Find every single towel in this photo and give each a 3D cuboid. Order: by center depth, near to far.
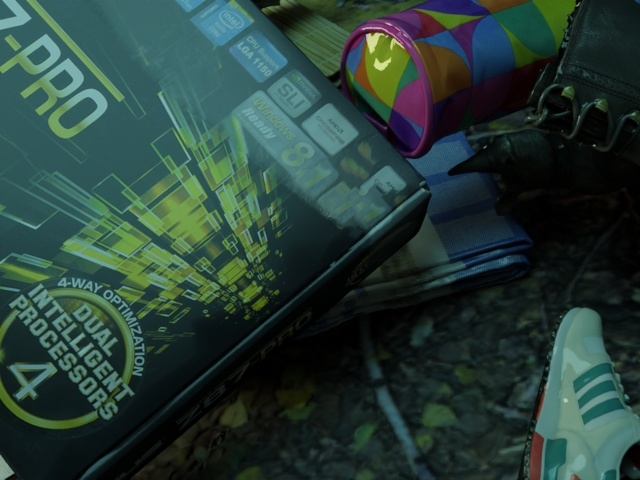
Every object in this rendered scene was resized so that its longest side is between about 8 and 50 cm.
[{"bbox_3d":[0.000,0.000,0.928,0.285,0.034,0.209,-17,35,-2],"label":"towel"}]

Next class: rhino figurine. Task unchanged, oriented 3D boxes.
[{"bbox_3d":[0.205,-0.070,0.862,0.243,0.106,0.073,-14,79,-12],"label":"rhino figurine"}]

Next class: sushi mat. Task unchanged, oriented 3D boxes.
[{"bbox_3d":[-0.077,-0.205,1.228,0.151,0.019,0.316,-31,38,-15],"label":"sushi mat"}]

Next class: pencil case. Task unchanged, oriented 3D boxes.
[{"bbox_3d":[0.126,-0.130,0.849,0.236,0.104,0.104,-21,33,-33],"label":"pencil case"}]

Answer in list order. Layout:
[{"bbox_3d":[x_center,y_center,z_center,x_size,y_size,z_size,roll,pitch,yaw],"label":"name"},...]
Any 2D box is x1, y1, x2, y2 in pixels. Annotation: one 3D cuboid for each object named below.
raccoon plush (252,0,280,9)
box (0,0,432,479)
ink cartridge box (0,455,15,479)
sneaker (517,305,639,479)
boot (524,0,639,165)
[{"bbox_3d":[-0.163,-0.160,1.046,0.446,0.216,0.299,-30,46,-7],"label":"raccoon plush"},{"bbox_3d":[-0.172,-0.060,0.824,0.318,0.097,0.395,-38,76,-15],"label":"box"},{"bbox_3d":[-0.249,0.173,0.809,0.115,0.029,0.063,-31,39,-19],"label":"ink cartridge box"},{"bbox_3d":[0.164,0.108,0.717,0.075,0.057,0.161,14,43,11],"label":"sneaker"},{"bbox_3d":[0.233,-0.045,0.747,0.229,0.091,0.263,20,49,-3],"label":"boot"}]
